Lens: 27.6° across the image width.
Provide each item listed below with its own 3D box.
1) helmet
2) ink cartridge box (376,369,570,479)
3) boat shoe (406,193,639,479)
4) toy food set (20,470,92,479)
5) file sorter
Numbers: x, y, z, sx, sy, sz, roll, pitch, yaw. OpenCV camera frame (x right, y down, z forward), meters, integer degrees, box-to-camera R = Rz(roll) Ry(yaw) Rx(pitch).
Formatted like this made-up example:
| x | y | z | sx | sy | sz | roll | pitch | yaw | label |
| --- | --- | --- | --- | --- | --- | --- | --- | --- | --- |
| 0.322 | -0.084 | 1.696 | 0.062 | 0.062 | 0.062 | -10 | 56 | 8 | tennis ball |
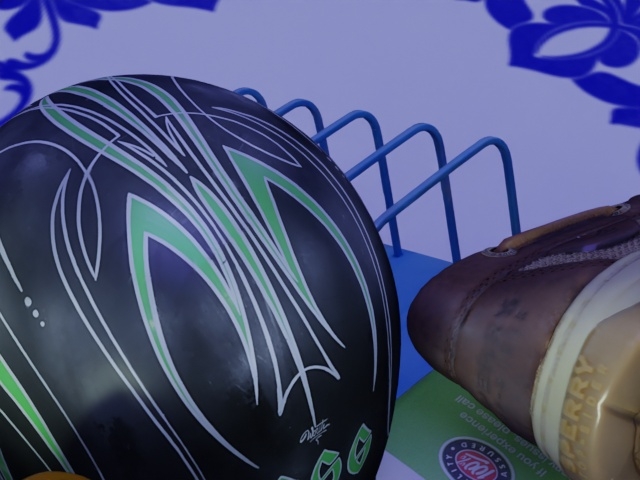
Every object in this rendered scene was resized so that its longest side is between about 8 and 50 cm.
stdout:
| x | y | z | sx | sy | sz | roll | pitch | yaw | label |
| --- | --- | --- | --- | --- | --- | --- | --- | --- | --- |
| -0.054 | 0.025 | 0.456 | 0.169 | 0.161 | 0.169 | -9 | 27 | 5 | helmet |
| 0.029 | 0.196 | 0.464 | 0.198 | 0.115 | 0.273 | 36 | 50 | 27 | ink cartridge box |
| 0.170 | 0.017 | 0.588 | 0.123 | 0.123 | 0.342 | 22 | 26 | 38 | boat shoe |
| -0.022 | 0.180 | 0.345 | 0.232 | 0.104 | 0.111 | 35 | 35 | 3 | toy food set |
| 0.000 | 0.000 | 0.634 | 0.170 | 0.104 | 0.118 | 16 | 41 | 39 | file sorter |
